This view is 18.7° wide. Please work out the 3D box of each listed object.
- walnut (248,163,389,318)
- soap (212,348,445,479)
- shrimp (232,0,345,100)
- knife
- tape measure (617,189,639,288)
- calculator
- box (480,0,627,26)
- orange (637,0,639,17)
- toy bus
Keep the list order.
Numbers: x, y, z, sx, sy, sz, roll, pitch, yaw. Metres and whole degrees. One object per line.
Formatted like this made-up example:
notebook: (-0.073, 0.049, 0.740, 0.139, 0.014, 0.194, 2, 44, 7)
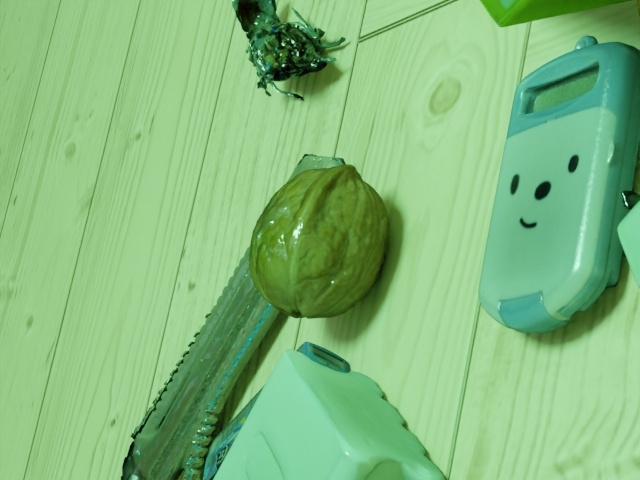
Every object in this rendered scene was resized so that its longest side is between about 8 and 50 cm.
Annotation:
walnut: (0.000, 0.000, 1.473, 0.105, 0.105, 0.124, 7, 77, 62)
soap: (-0.031, 0.231, 1.384, 0.265, 0.088, 0.160, -62, 28, 15)
shrimp: (-0.027, -0.169, 1.697, 0.082, 0.076, 0.174, -25, 28, -4)
knife: (-0.069, 0.088, 1.605, 0.089, 0.043, 0.365, 37, 105, 27)
tape measure: (0.295, -0.031, 0.931, 0.351, 0.098, 0.215, -49, 44, 41)
calculator: (0.159, -0.039, 1.277, 0.121, 0.039, 0.210, -15, 59, 56)
box: (0.246, -0.248, 1.119, 0.335, 0.187, 0.047, -43, 72, 40)
orange: (0.254, -0.140, 1.086, 0.156, 0.124, 0.156, -15, 68, 40)
toy bus: (-0.034, 0.143, 1.494, 0.153, 0.051, 0.061, -48, 22, 36)
